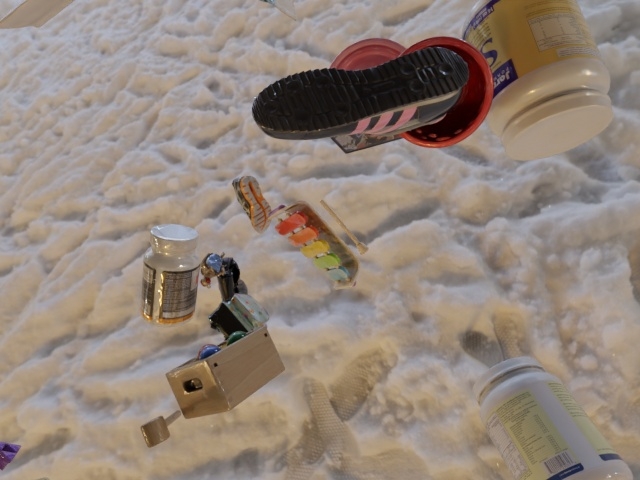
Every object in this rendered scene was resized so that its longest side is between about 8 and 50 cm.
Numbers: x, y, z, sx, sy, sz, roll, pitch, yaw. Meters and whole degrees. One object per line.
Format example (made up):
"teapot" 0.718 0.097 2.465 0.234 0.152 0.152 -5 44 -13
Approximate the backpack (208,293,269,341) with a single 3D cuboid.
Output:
"backpack" -0.254 0.260 1.389 0.166 0.188 0.144 42 87 10

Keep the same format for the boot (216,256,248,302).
"boot" -0.335 0.150 1.611 0.094 0.206 0.246 -1 26 -2

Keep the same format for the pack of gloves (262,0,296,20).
"pack of gloves" -0.164 -0.691 1.095 0.046 0.232 0.194 -10 90 34

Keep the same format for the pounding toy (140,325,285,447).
"pounding toy" -0.198 0.227 0.676 0.181 0.206 0.094 -27 87 38

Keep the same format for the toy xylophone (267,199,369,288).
"toy xylophone" 0.000 0.000 1.213 0.323 0.236 0.081 44 66 -3

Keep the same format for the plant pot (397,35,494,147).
"plant pot" 0.228 -0.287 0.818 0.191 0.190 0.174 -6 20 21

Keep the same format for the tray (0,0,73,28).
"tray" -0.325 -0.356 0.566 0.145 0.030 0.270 -27 44 14

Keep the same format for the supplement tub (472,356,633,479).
"supplement tub" 0.552 0.482 1.057 0.236 0.235 0.324 -28 40 5

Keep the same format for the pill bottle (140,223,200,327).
"pill bottle" -0.441 0.102 1.253 0.162 0.162 0.278 27 114 35

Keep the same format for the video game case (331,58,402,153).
"video game case" 0.127 -0.318 1.054 0.275 0.248 0.035 -10 67 29

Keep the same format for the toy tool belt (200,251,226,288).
"toy tool belt" -0.232 0.060 0.925 0.051 0.052 0.083 -28 34 15

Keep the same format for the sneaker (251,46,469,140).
"sneaker" 0.059 -0.194 0.655 0.320 0.131 0.112 -10 72 -3

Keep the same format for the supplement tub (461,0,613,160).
"supplement tub" 0.464 -0.369 0.925 0.241 0.241 0.330 -14 71 16

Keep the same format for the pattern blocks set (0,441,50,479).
"pattern blocks set" -0.316 0.338 0.476 0.325 0.285 0.026 28 77 26

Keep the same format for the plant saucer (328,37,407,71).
"plant saucer" 0.177 -0.493 1.415 0.333 0.331 0.084 -17 21 14

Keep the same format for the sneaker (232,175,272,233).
"sneaker" -0.226 -0.120 1.402 0.083 0.214 0.084 13 39 39
